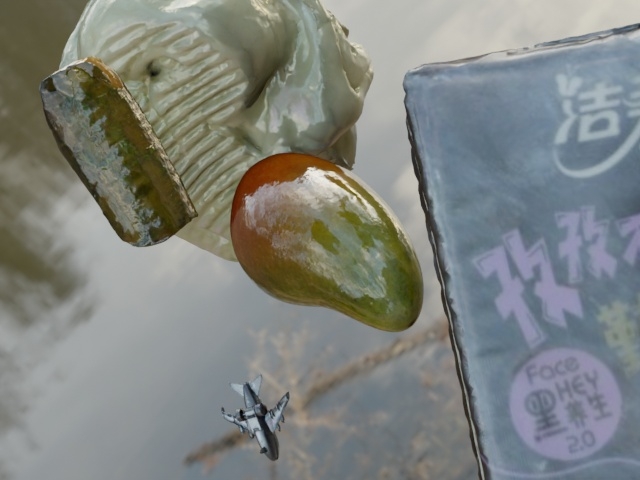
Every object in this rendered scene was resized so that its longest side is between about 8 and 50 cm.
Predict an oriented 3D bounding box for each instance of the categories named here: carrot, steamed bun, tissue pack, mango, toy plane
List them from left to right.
[{"bbox_3d":[-0.179,-0.076,1.416,0.082,0.173,0.082,-28,5,3],"label":"carrot"},{"bbox_3d":[-0.099,-0.172,1.789,0.339,0.352,0.247,-50,10,49],"label":"steamed bun"},{"bbox_3d":[-0.058,0.170,1.542,0.079,0.083,0.031,-18,-2,31],"label":"toy plane"},{"bbox_3d":[0.000,-0.006,1.561,0.289,0.129,0.146,16,100,58],"label":"mango"},{"bbox_3d":[0.202,0.053,0.926,0.259,0.361,0.122,-12,-5,-2],"label":"tissue pack"}]
